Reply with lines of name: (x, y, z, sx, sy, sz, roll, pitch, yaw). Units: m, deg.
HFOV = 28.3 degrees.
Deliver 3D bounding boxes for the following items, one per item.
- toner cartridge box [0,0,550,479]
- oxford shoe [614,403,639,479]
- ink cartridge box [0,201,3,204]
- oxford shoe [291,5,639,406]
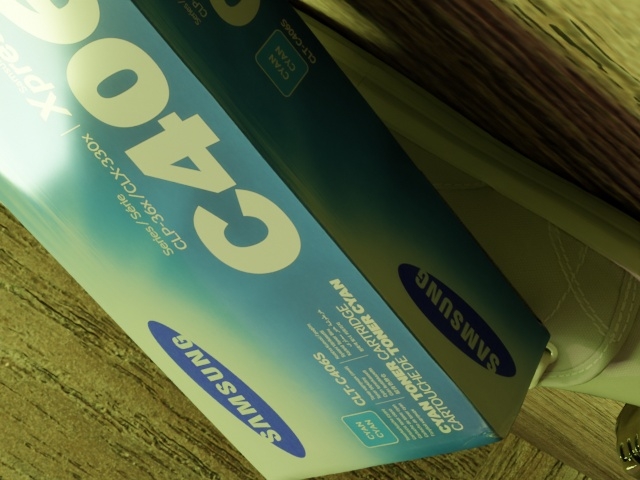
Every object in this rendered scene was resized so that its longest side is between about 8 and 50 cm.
toner cartridge box: (-0.062, -0.035, 0.586, 0.165, 0.075, 0.348, -20, 119, 44)
oxford shoe: (0.259, 0.133, 0.896, 0.083, 0.096, 0.227, 34, 173, 10)
ink cartridge box: (-0.141, 0.008, 1.321, 0.385, 0.160, 0.279, 43, 164, -10)
oxford shoe: (0.091, 0.021, 0.704, 0.449, 0.130, 0.169, 31, 173, 5)
